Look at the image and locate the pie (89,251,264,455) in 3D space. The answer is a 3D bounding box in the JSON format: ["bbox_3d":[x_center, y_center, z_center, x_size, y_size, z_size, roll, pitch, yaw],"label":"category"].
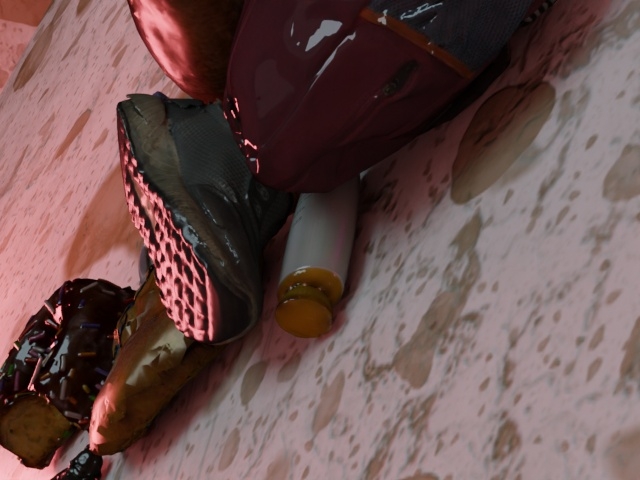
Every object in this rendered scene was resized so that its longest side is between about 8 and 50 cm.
[{"bbox_3d":[-0.147,0.088,1.485,0.273,0.069,0.273,-49,17,20],"label":"pie"}]

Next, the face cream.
[{"bbox_3d":[0.000,0.000,1.284,0.072,0.051,0.182,-44,24,41],"label":"face cream"}]

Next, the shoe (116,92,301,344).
[{"bbox_3d":[-0.072,-0.030,1.376,0.336,0.171,0.132,-121,25,-53],"label":"shoe"}]

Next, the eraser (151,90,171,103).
[{"bbox_3d":[-0.209,-0.120,1.961,0.082,0.036,0.225,-54,21,14],"label":"eraser"}]

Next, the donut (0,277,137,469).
[{"bbox_3d":[-0.278,0.133,1.682,0.230,0.096,0.216,-27,37,56],"label":"donut"}]

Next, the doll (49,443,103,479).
[{"bbox_3d":[-0.263,0.276,1.511,0.165,0.057,0.139,-56,17,-6],"label":"doll"}]

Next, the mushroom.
[{"bbox_3d":[-0.081,-0.294,1.501,0.345,0.239,0.345,-169,90,-85],"label":"mushroom"}]

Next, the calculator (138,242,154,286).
[{"bbox_3d":[-0.149,-0.016,1.682,0.175,0.032,0.100,-53,21,17],"label":"calculator"}]

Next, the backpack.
[{"bbox_3d":[0.044,-0.174,1.223,0.317,0.197,0.283,-56,21,21],"label":"backpack"}]
